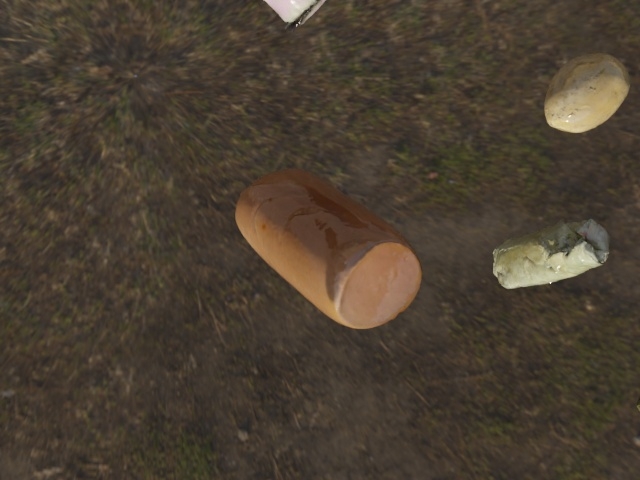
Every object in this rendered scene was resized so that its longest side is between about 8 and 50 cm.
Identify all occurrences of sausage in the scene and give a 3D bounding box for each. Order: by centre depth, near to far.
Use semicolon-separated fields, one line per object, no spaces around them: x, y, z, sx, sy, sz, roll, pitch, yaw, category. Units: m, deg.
0.000;0.000;1.249;0.121;0.304;0.121;-9;113;-23;sausage

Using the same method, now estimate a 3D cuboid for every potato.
0.423;-0.230;1.741;0.147;0.112;0.112;-38;103;14;potato

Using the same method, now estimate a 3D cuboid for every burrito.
0.223;0.013;1.092;0.045;0.188;0.058;25;72;-14;burrito

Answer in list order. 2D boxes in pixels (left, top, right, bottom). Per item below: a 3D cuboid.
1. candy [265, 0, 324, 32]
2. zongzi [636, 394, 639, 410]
-0.020;-0.399;1.419;0.155;0.265;0.116;42;67;-7;candy
0.391;0.056;0.800;0.251;0.125;0.274;21;61;22;zongzi
